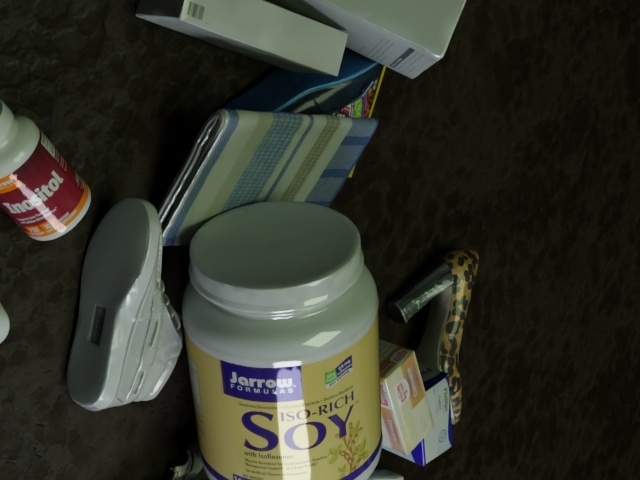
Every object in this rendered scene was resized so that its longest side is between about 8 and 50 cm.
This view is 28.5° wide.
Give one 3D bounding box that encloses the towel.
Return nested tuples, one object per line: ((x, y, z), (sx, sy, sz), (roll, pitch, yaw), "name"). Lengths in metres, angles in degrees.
((-0.069, -0.080, 1.574), (0.285, 0.034, 0.209), (-4, 135, -47), "towel")

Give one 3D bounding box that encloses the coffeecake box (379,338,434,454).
((0.055, 0.201, 1.754), (0.068, 0.185, 0.142), (-40, 130, -33), "coffeecake box")

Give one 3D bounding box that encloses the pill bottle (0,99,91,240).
((-0.316, -0.076, 1.325), (0.086, 0.086, 0.152), (-55, 135, -20), "pill bottle")

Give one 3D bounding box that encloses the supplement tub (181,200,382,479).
((-0.045, 0.143, 1.559), (0.241, 0.241, 0.331), (-32, 131, -38), "supplement tub")

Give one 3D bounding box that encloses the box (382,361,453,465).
((0.122, 0.248, 1.881), (0.072, 0.137, 0.126), (-27, 121, -39), "box")

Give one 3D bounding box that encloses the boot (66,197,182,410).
((-0.216, 0.074, 1.496), (0.123, 0.095, 0.258), (2, 109, -55), "boot")

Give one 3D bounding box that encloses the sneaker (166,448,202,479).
((-0.190, 0.309, 1.638), (0.037, 0.032, 0.083), (53, 57, -27), "sneaker")

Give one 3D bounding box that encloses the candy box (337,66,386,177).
((0.034, -0.197, 1.724), (0.105, 0.027, 0.206), (19, 88, -46), "candy box")

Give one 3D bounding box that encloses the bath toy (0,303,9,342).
((-0.397, -0.015, 1.221), (0.129, 0.151, 0.348), (-91, 177, -65), "bath toy")

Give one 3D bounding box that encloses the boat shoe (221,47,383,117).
((-0.029, -0.175, 1.623), (0.258, 0.109, 0.089), (-28, 135, -20), "boat shoe")

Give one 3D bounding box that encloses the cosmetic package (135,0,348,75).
((-0.090, -0.256, 1.487), (0.239, 0.099, 0.060), (14, 89, -41), "cosmetic package")

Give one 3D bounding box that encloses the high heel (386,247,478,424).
((0.219, 0.149, 1.987), (0.186, 0.093, 0.261), (-37, 119, -27), "high heel")

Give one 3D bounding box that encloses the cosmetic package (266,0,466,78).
((0.074, -0.356, 1.556), (0.224, 0.138, 0.224), (25, 82, -9), "cosmetic package")

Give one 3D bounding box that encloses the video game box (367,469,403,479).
((0.034, 0.454, 1.919), (0.187, 0.048, 0.205), (11, 94, -51), "video game box")

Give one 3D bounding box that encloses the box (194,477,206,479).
((-0.196, 0.370, 1.599), (0.179, 0.043, 0.105), (-11, 110, -26), "box")
